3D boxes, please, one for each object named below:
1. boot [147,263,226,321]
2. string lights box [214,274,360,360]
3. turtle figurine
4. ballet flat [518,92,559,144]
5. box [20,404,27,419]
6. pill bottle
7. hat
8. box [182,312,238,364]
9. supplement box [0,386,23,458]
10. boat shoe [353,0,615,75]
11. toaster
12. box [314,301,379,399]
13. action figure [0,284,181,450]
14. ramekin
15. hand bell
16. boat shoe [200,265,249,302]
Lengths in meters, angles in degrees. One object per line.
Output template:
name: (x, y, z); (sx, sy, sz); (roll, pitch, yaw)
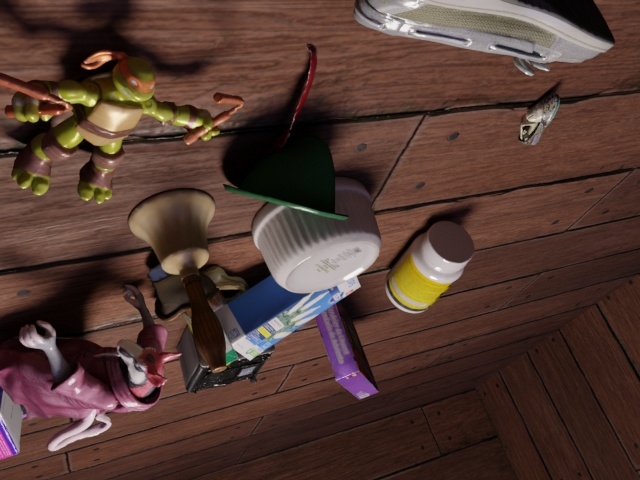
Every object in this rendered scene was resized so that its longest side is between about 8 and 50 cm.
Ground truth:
boot: (-0.236, 0.069, 1.048); (0.082, 0.106, 0.219); (-36, -166, -34)
string lights box: (-0.059, 0.110, 1.193); (0.259, 0.077, 0.133); (-33, 157, -3)
turtle figurine: (-0.228, -0.121, 0.634); (0.269, 0.087, 0.217); (-7, 160, -47)
ballet flat: (0.343, -0.190, 1.019); (0.041, 0.041, 0.114); (-16, 154, -12)
box: (-0.607, 0.320, 1.286); (0.116, 0.029, 0.162); (-24, 153, 3)
pill bottle: (0.223, 0.056, 1.319); (0.119, 0.119, 0.208); (-10, 153, -25)
hat: (-0.021, -0.133, 0.850); (0.172, 0.184, 0.208); (11, -176, -34)
box: (-0.203, 0.158, 1.126); (0.043, 0.105, 0.179); (-30, -168, -19)
supplement box: (-0.665, 0.341, 1.140); (0.219, 0.111, 0.114); (-15, 121, -13)
boat shoe: (0.189, -0.249, 0.692); (0.320, 0.118, 0.103); (0, 154, -31)
toaster: (-0.204, 0.241, 1.357); (0.168, 0.110, 0.186); (-7, 151, -28)
box: (0.055, 0.240, 1.457); (0.057, 0.201, 0.293); (-23, 156, 4)
action figure: (-0.357, 0.225, 0.991); (0.370, 0.276, 0.248); (-6, -173, 36)
ramekin: (0.000, 0.000, 1.038); (0.207, 0.109, 0.207); (-18, 155, -9)
hand bell: (-0.173, 0.065, 0.869); (0.126, 0.242, 0.126); (-18, 156, -8)
boat shoe: (-0.169, 0.091, 1.155); (0.056, 0.048, 0.153); (-24, 155, 6)
